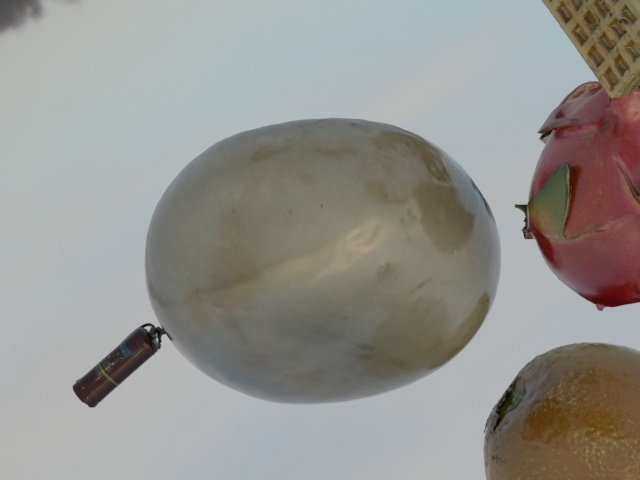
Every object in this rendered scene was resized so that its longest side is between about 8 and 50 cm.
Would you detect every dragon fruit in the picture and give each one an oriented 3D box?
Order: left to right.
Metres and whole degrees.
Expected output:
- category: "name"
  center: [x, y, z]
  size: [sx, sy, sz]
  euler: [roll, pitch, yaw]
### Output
- category: "dragon fruit"
  center: [0.295, -0.054, 1.623]
  size: [0.227, 0.224, 0.224]
  euler: [-56, 180, 39]

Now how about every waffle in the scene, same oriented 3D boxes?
- category: "waffle"
  center: [0.224, -0.196, 1.399]
  size: [0.042, 0.148, 0.102]
  euler: [-26, 166, -26]

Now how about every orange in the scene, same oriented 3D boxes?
- category: "orange"
  center: [0.316, 0.248, 1.990]
  size: [0.274, 0.274, 0.274]
  euler: [-35, -166, 10]

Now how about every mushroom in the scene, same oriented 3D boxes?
- category: "mushroom"
  center: [0.000, 0.000, 1.789]
  size: [0.362, 0.362, 0.294]
  euler: [-28, -131, 33]

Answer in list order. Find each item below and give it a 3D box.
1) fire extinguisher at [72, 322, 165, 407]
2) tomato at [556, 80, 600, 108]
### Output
- category: "fire extinguisher"
  center: [-0.228, 0.140, 2.051]
  size: [0.132, 0.039, 0.056]
  euler: [-42, -141, 8]
- category: "tomato"
  center: [0.362, -0.131, 2.339]
  size: [0.155, 0.155, 0.069]
  euler: [-47, -173, -34]
